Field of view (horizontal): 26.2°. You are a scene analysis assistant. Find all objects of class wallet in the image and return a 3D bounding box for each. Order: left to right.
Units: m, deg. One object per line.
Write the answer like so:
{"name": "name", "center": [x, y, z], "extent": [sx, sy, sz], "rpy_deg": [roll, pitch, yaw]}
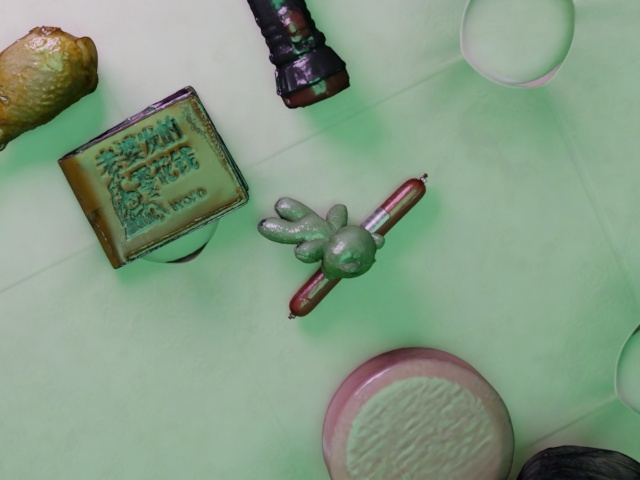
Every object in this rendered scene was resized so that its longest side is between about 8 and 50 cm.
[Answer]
{"name": "wallet", "center": [-0.203, -0.077, 1.683], "extent": [0.195, 0.042, 0.161], "rpy_deg": [-27, 102, -3]}

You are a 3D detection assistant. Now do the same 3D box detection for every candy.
{"name": "candy", "center": [0.128, 0.265, 1.757], "extent": [0.255, 0.094, 0.255], "rpy_deg": [-1, 99, -8]}

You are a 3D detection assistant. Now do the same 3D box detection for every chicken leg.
{"name": "chicken leg", "center": [-0.363, -0.154, 1.630], "extent": [0.107, 0.087, 0.251], "rpy_deg": [42, 98, -1]}

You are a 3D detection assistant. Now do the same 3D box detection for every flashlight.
{"name": "flashlight", "center": [-0.046, -0.275, 1.651], "extent": [0.093, 0.093, 0.232], "rpy_deg": [-25, 101, -3]}

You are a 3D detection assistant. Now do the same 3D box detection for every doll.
{"name": "doll", "center": [0.000, 0.000, 1.698], "extent": [0.150, 0.115, 0.077], "rpy_deg": [28, 132, 16]}

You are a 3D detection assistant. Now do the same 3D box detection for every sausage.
{"name": "sausage", "center": [0.047, 0.008, 1.736], "extent": [0.253, 0.034, 0.034], "rpy_deg": [-45, 102, 1]}

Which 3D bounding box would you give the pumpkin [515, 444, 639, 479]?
{"name": "pumpkin", "center": [0.306, 0.406, 1.694], "extent": [0.241, 0.323, 0.323], "rpy_deg": [31, 94, 16]}
